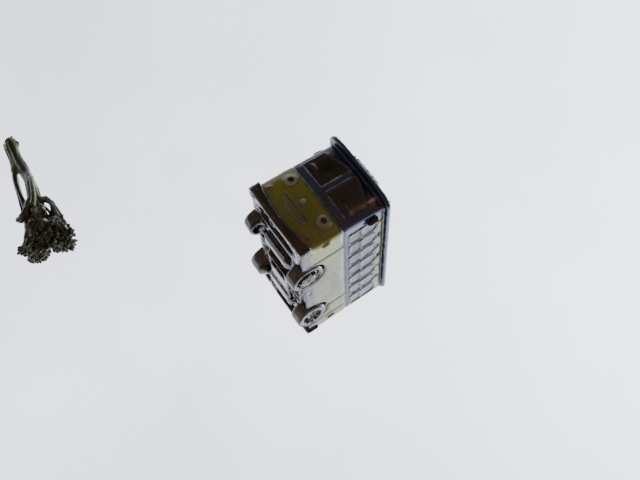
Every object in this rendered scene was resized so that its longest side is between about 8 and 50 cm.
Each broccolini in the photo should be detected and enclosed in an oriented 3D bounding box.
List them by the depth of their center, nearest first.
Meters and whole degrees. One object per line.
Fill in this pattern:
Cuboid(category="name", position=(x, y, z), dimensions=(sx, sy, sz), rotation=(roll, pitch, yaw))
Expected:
Cuboid(category="broccolini", position=(-0.366, -0.058, 1.136), dimensions=(0.074, 0.058, 0.201), rotation=(-33, -112, -2))

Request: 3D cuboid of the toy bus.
Cuboid(category="toy bus", position=(0.000, 0.000, 1.337), dimensions=(0.175, 0.288, 0.138), rotation=(-32, -113, -13))
